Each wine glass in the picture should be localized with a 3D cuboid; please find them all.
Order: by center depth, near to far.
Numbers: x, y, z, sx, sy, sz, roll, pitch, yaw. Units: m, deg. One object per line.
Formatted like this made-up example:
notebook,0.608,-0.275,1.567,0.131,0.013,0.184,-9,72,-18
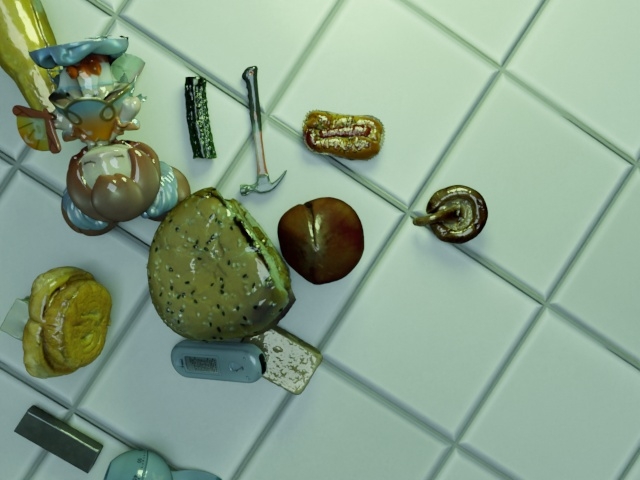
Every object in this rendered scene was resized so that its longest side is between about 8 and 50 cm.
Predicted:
wine glass,-0.443,-0.334,1.410,0.073,0.073,0.155,19,94,-5

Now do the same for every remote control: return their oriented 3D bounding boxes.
remote control,-0.228,0.265,1.401,0.244,0.047,0.087,-2,101,27

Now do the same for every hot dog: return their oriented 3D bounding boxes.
hot dog,0.051,-0.239,1.456,0.191,0.059,0.108,6,87,-2

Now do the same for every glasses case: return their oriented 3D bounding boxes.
glasses case,-0.586,0.445,1.439,0.190,0.042,0.072,32,96,-5

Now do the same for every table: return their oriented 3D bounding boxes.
table,-0.642,0.169,1.403,0.062,0.083,0.079,29,89,-6

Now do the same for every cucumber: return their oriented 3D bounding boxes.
cucumber,-0.271,-0.273,1.430,0.058,0.058,0.187,-8,92,-4

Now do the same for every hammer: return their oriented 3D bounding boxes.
hammer,-0.144,-0.249,1.451,0.111,0.033,0.288,-8,92,-3

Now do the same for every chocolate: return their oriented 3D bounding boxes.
chocolate,-0.649,-0.466,1.363,0.162,0.162,0.445,-24,98,-3

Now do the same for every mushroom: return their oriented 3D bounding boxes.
mushroom,0.296,-0.056,1.469,0.170,0.080,0.135,-9,80,-3

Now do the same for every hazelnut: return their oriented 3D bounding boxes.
hazelnut,0.000,0.000,1.386,0.208,0.208,0.208,0,92,-4

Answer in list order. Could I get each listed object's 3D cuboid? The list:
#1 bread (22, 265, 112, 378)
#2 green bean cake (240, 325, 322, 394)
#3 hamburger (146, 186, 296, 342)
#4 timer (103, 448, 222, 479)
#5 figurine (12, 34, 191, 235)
bread,-0.536,0.173,1.357,0.120,0.198,0.236,10,92,13
green bean cake,-0.095,0.260,1.447,0.179,0.085,0.109,29,91,-4
hamburger,-0.216,0.072,1.355,0.277,0.195,0.318,-41,76,11
timer,-0.370,0.563,1.424,0.255,0.175,0.175,37,89,-34
figurine,-0.441,-0.197,1.300,0.276,0.248,0.388,-12,105,-1
